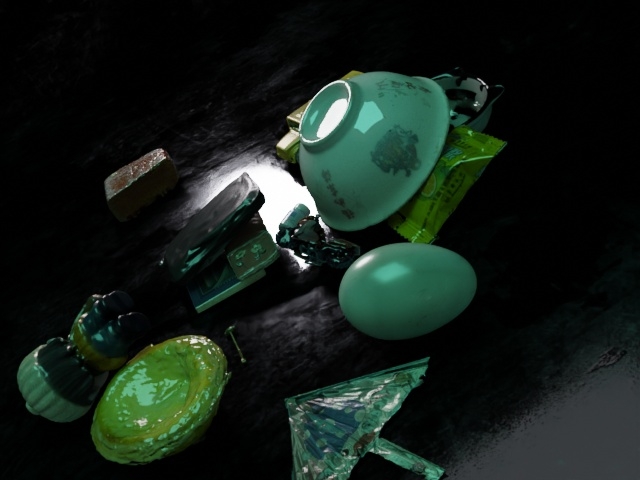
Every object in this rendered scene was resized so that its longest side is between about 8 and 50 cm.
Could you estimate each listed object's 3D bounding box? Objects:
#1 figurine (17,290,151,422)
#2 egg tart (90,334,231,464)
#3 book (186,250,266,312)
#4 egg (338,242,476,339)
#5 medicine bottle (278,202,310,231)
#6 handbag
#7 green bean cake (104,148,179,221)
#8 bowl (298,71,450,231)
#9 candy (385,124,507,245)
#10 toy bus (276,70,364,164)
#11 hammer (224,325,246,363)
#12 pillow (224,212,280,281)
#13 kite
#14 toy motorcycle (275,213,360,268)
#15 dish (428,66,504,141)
[{"bbox_3d":[-0.521,0.253,1.567,0.204,0.185,0.332,-25,-18,-50],"label":"figurine"},{"bbox_3d":[-0.309,0.329,1.463,0.314,0.120,0.315,-19,35,14],"label":"egg tart"},{"bbox_3d":[-0.259,0.059,1.848,0.190,0.025,0.269,-30,35,-5],"label":"book"},{"bbox_3d":[0.165,0.094,1.396,0.264,0.183,0.183,-12,37,10],"label":"egg"},{"bbox_3d":[-0.065,-0.051,1.837,0.052,0.052,0.089,5,46,37],"label":"medicine bottle"},{"bbox_3d":[-0.273,-0.026,1.833,0.332,0.075,0.191,-47,32,2],"label":"handbag"},{"bbox_3d":[-0.553,-0.176,2.271,0.232,0.097,0.198,-31,34,-6],"label":"green bean cake"},{"bbox_3d":[0.076,-0.255,1.743,0.434,0.196,0.435,-31,43,35],"label":"bowl"},{"bbox_3d":[0.272,-0.127,1.640,0.297,0.081,0.187,-52,37,4],"label":"candy"},{"bbox_3d":[0.016,-0.353,2.105,0.335,0.123,0.121,-37,36,-14],"label":"toy bus"},{"bbox_3d":[-0.183,0.229,1.599,0.029,0.014,0.123,-38,38,1],"label":"hammer"},{"bbox_3d":[-0.176,0.013,1.795,0.126,0.043,0.232,-31,35,-2],"label":"pillow"},{"bbox_3d":[0.062,0.347,1.291,0.368,0.014,0.406,15,52,43],"label":"kite"},{"bbox_3d":[0.000,0.000,1.704,0.212,0.084,0.118,21,43,30],"label":"toy motorcycle"},{"bbox_3d":[0.313,-0.301,1.850,0.302,0.120,0.303,-16,39,13],"label":"dish"}]
